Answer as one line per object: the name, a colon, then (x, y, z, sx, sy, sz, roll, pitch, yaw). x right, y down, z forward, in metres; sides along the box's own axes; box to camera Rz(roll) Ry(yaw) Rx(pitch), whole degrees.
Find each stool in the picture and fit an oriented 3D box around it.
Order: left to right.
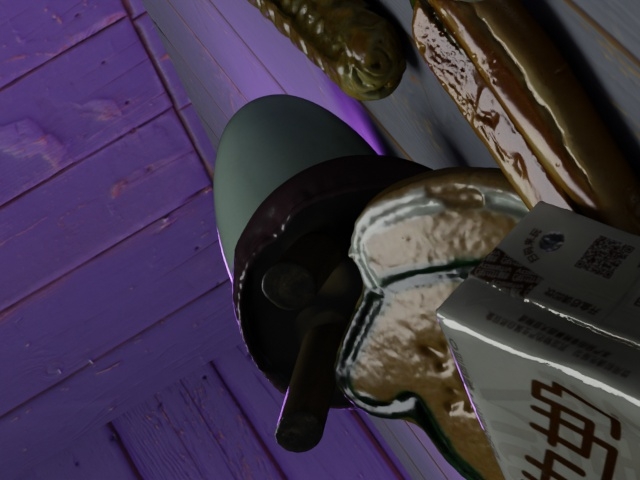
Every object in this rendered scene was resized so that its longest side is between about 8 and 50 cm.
stool: (0.049, 0.070, 1.690, 0.272, 0.272, 0.178, 62, -171, -21)

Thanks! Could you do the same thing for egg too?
egg: (0.000, 0.000, 2.061, 0.371, 0.230, 0.230, 62, 175, 15)

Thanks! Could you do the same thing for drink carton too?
drink carton: (0.226, 0.148, 1.216, 0.194, 0.132, 0.324, 22, 148, 42)

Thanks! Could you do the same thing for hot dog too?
hot dog: (0.151, -0.088, 1.230, 0.249, 0.068, 0.100, 56, 158, 6)

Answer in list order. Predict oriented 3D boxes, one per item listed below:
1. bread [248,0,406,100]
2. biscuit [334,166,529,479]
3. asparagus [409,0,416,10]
bread: (-0.013, -0.234, 1.772, 0.077, 0.084, 0.367, 15, -161, -33)
biscuit: (0.130, 0.095, 1.503, 0.287, 0.057, 0.344, -6, 119, 33)
asparagus: (0.043, -0.259, 1.458, 0.236, 0.027, 0.034, 56, 162, 21)
